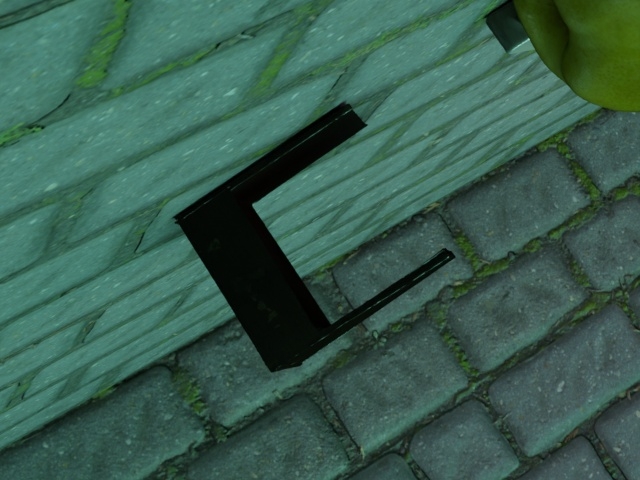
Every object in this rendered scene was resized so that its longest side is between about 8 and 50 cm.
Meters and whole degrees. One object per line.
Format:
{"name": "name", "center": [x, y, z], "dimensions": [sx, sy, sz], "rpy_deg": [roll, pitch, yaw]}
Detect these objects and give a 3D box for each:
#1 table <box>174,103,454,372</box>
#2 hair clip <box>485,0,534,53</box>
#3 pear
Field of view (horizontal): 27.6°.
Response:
{"name": "table", "center": [0.000, 0.000, 1.778], "dimensions": [0.282, 0.250, 0.196], "rpy_deg": [-35, 172, 6]}
{"name": "hair clip", "center": [0.363, -0.329, 1.809], "dimensions": [0.331, 0.085, 0.101], "rpy_deg": [-18, 162, -41]}
{"name": "pear", "center": [0.355, -0.281, 1.335], "dimensions": [0.314, 0.314, 0.314], "rpy_deg": [-32, 173, -5]}
